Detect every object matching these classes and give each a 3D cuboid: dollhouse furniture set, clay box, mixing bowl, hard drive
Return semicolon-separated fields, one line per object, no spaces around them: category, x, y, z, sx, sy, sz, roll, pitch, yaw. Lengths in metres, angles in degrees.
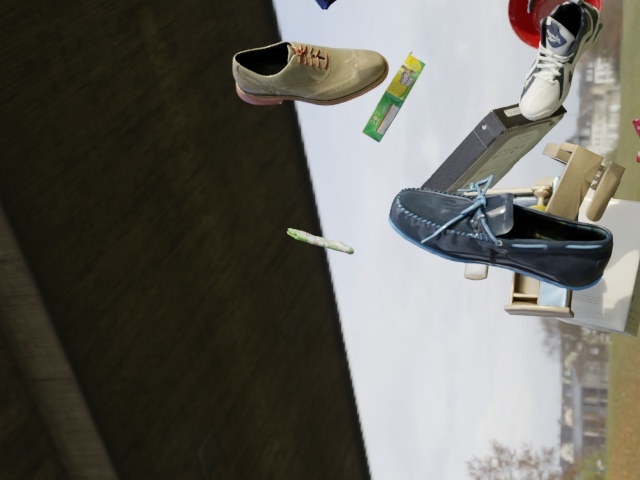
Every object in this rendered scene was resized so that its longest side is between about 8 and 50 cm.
dollhouse furniture set;0.363;0.015;1.575;0.303;0.286;0.198;35;-119;-53
clay box;0.171;-0.330;1.781;0.127;0.053;0.222;-59;0;42
dollhouse furniture set;0.454;-0.097;1.420;0.123;0.144;0.151;-66;17;7
mixing bowl;0.482;-0.470;1.613;0.098;0.181;0.182;-8;-82;-69
hard drive;0.379;-0.188;1.801;0.236;0.339;0.064;-18;-110;-38

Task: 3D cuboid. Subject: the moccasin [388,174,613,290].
moccasin;0.280;-0.033;1.218;0.117;0.341;0.138;101;-178;-47

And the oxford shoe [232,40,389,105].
oxford shoe;-0.023;-0.374;1.727;0.130;0.348;0.123;75;-172;-68

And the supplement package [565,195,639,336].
supplement package;0.668;0.060;1.841;0.177;0.175;0.293;19;-97;-58

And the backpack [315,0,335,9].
backpack;0.018;-0.527;1.526;0.098;0.120;0.101;59;-168;30

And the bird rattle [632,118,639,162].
bird rattle;0.759;-0.206;1.554;0.207;0.253;0.143;37;-158;-15

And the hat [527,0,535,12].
hat;0.395;-0.511;1.188;0.331;0.133;0.332;8;-90;-79

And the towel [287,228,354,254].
towel;0.000;0.000;1.950;0.113;0.152;0.023;-155;82;-73

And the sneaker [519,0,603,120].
sneaker;0.431;-0.346;1.461;0.235;0.094;0.153;-54;-30;11
